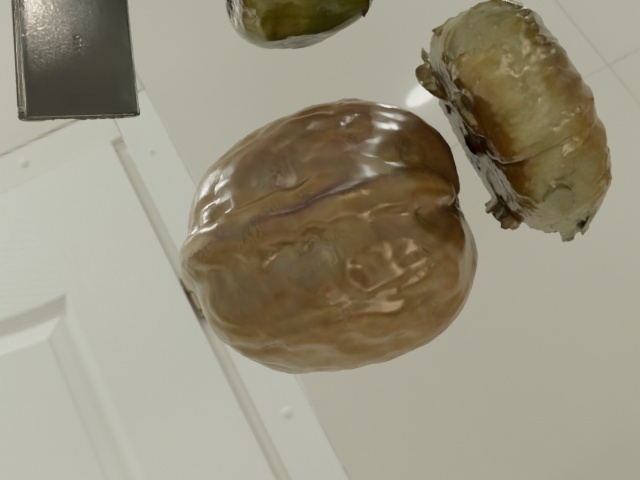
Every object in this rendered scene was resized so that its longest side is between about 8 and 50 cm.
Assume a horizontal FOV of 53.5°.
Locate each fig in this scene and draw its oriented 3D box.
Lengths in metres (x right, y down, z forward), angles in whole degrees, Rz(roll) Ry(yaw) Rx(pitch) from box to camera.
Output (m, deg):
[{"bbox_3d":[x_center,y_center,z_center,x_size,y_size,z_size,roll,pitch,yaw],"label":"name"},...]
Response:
[{"bbox_3d":[-0.024,-0.281,0.697,0.165,0.144,0.154,3,-27,21],"label":"fig"}]

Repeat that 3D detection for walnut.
[{"bbox_3d":[0.000,0.000,0.736,0.343,0.306,0.306,-12,-15,7],"label":"walnut"}]

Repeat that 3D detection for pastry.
[{"bbox_3d":[0.195,-0.125,0.659,0.120,0.257,0.236,-28,-47,7],"label":"pastry"}]

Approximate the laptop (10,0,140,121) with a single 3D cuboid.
[{"bbox_3d":[-0.278,-0.219,0.719,0.129,0.180,0.016,-5,-14,-18],"label":"laptop"}]
